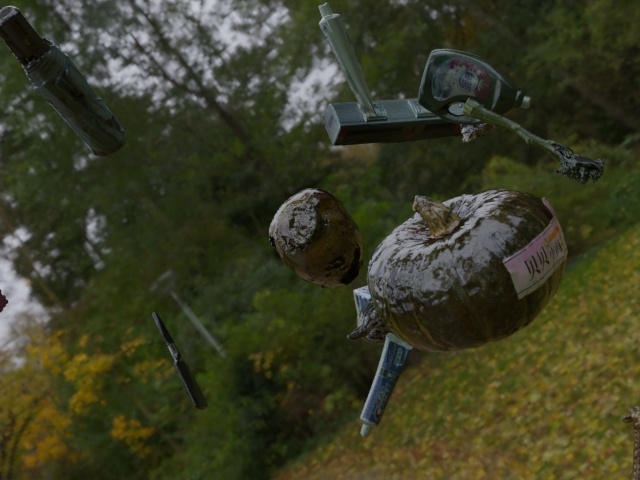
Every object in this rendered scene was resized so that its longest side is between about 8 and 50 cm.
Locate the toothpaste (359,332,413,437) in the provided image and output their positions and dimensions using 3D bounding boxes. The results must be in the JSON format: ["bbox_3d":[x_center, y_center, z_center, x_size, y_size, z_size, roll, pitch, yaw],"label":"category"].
[{"bbox_3d":[0.115,0.269,1.740,0.035,0.057,0.197,156,137,-77],"label":"toothpaste"}]

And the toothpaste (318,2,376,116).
[{"bbox_3d":[0.049,-0.319,1.682,0.041,0.218,0.064,-27,13,-9],"label":"toothpaste"}]

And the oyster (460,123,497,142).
[{"bbox_3d":[0.320,-0.251,1.928,0.103,0.051,0.148,-38,14,12],"label":"oyster"}]

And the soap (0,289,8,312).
[{"bbox_3d":[-0.732,0.100,1.822,0.112,0.182,0.289,-42,16,-33],"label":"soap"}]

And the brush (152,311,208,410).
[{"bbox_3d":[-0.247,0.210,1.642,0.016,0.193,0.063,-28,-14,3],"label":"brush"}]

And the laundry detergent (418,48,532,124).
[{"bbox_3d":[0.300,-0.284,1.818,0.063,0.211,0.137,-21,-50,-68],"label":"laundry detergent"}]

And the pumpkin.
[{"bbox_3d":[0.172,0.022,1.175,0.260,0.189,0.260,-26,8,4],"label":"pumpkin"}]

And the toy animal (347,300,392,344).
[{"bbox_3d":[0.120,0.172,1.935,0.098,0.098,0.137,-40,-8,35],"label":"toy animal"}]

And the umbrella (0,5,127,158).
[{"bbox_3d":[-0.314,-0.189,1.160,0.053,0.052,0.250,-12,-37,14],"label":"umbrella"}]

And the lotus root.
[{"bbox_3d":[0.000,0.000,2.000,0.179,0.196,0.397,-51,-15,-4],"label":"lotus root"}]

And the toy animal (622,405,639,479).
[{"bbox_3d":[0.523,0.404,1.493,0.054,0.275,0.149,-8,-18,-12],"label":"toy animal"}]

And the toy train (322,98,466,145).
[{"bbox_3d":[0.210,-0.293,2.268,0.410,0.086,0.089,-7,-33,-22],"label":"toy train"}]

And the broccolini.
[{"bbox_3d":[0.344,-0.157,1.547,0.057,0.254,0.071,-61,-22,-2],"label":"broccolini"}]

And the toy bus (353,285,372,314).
[{"bbox_3d":[0.234,0.128,2.230,0.297,0.106,0.131,-16,13,-20],"label":"toy bus"}]
